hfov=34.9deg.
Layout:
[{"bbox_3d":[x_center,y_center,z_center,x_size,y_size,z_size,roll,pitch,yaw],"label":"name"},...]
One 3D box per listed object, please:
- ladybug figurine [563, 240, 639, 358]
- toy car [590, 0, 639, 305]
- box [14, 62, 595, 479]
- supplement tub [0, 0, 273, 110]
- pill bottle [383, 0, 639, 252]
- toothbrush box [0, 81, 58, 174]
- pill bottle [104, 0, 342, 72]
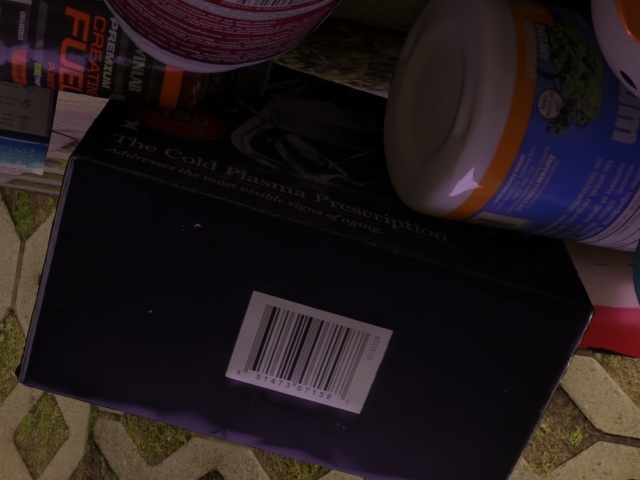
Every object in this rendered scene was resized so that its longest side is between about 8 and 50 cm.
[{"bbox_3d":[0.318,0.016,1.059,0.305,0.162,0.449,-17,-163,-27],"label":"ladybug figurine"},{"bbox_3d":[0.193,-0.075,0.445,0.238,0.210,0.219,24,159,-27],"label":"toy car"},{"bbox_3d":[-0.011,0.002,0.786,0.343,0.179,0.312,16,-156,-7],"label":"box"},{"bbox_3d":[-0.129,-0.143,0.655,0.197,0.106,0.106,8,176,-11],"label":"supplement tub"},{"bbox_3d":[0.194,-0.072,0.692,0.272,0.152,0.152,8,176,-21],"label":"pill bottle"},{"bbox_3d":[-0.345,-0.146,0.909,0.216,0.126,0.295,9,177,-17],"label":"toothbrush box"},{"bbox_3d":[-0.035,-0.137,0.406,0.121,0.121,0.221,9,176,-13],"label":"pill bottle"}]
